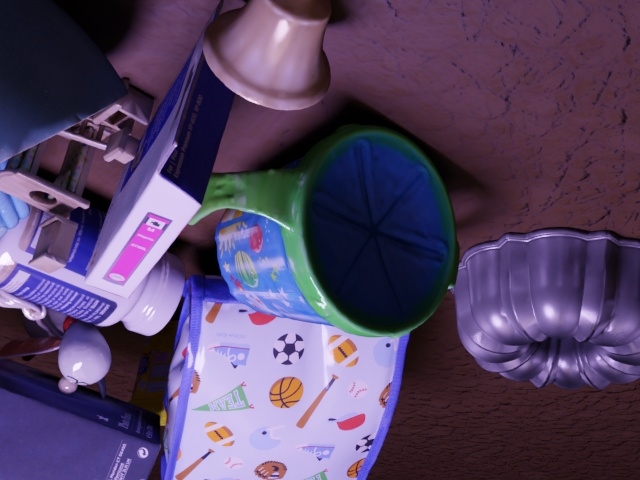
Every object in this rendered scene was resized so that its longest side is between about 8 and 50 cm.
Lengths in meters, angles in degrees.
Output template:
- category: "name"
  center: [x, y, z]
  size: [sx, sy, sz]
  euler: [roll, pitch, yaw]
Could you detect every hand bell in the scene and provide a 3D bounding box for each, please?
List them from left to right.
- category: "hand bell"
  center: [-0.005, -0.235, 0.794]
  size: [0.126, 0.126, 0.242]
  euler: [17, 140, -15]

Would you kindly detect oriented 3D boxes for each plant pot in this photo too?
- category: "plant pot"
  center: [-0.353, -0.160, 0.879]
  size: [0.290, 0.290, 0.195]
  euler: [-14, 108, 37]

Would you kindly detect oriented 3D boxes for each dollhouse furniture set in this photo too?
- category: "dollhouse furniture set"
  center: [-0.285, -0.081, 1.054]
  size: [0.101, 0.182, 0.161]
  euler: [28, 147, -33]

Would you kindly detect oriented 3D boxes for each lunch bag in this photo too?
- category: "lunch bag"
  center: [-0.061, 0.201, 1.420]
  size: [0.328, 0.239, 0.385]
  euler: [4, 133, -12]

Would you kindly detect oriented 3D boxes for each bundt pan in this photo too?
- category: "bundt pan"
  center: [0.337, 0.114, 1.312]
  size: [0.331, 0.124, 0.331]
  euler: [7, 153, 4]

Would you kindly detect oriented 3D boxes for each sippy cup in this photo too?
- category: "sippy cup"
  center: [0.000, 0.000, 1.107]
  size: [0.224, 0.240, 0.305]
  euler: [-10, 121, 50]

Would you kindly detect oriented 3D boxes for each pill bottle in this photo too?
- category: "pill bottle"
  center: [-0.329, 0.030, 1.309]
  size: [0.265, 0.153, 0.153]
  euler: [28, 147, -31]

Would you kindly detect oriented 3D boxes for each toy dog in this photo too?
- category: "toy dog"
  center: [-0.407, 0.154, 1.439]
  size: [0.220, 0.161, 0.333]
  euler: [29, -175, -6]

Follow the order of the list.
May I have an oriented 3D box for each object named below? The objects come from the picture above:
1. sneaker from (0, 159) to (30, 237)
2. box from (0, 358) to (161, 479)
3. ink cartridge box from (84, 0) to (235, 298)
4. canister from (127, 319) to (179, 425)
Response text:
- category: "sneaker"
  center: [-0.483, -0.101, 1.157]
  size: [0.319, 0.208, 0.127]
  euler: [45, 158, 9]
- category: "box"
  center: [-0.403, 0.308, 1.410]
  size: [0.294, 0.182, 0.296]
  euler: [22, 174, -9]
- category: "ink cartridge box"
  center: [-0.166, -0.080, 1.026]
  size: [0.069, 0.175, 0.371]
  euler: [21, 150, -15]
- category: "canister"
  center: [-0.263, 0.229, 1.650]
  size: [0.126, 0.170, 0.073]
  euler: [-9, 148, 31]
